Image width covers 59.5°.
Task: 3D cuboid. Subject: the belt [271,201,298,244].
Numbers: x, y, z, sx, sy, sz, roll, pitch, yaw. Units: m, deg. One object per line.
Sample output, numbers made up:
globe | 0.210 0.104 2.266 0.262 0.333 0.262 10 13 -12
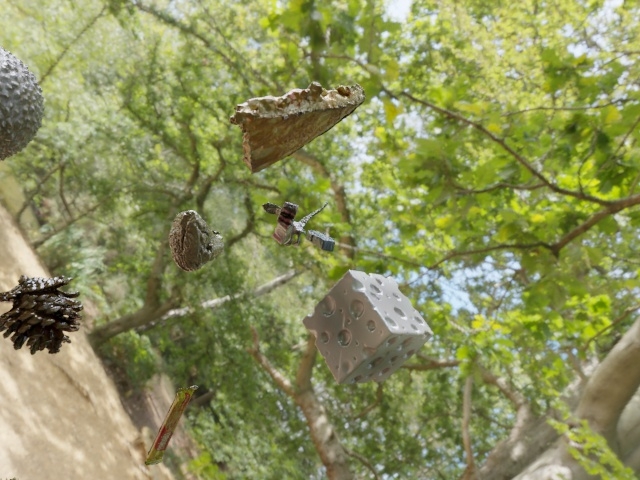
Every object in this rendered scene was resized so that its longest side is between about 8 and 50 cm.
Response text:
belt | -0.112 -0.047 1.746 0.053 0.071 0.232 33 -23 3

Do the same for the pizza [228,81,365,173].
pizza | -0.112 -0.352 1.589 0.130 0.440 0.406 64 21 12

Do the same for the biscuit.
biscuit | -0.362 0.444 1.341 0.026 0.048 0.292 49 -55 34

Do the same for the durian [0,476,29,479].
durian | -0.664 0.639 1.238 0.172 0.166 0.306 -21 -74 33

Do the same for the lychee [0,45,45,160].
lychee | -0.811 -0.334 1.346 0.300 0.300 0.300 54 -21 31

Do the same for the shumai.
shumai | -0.402 -0.002 1.881 0.166 0.176 0.205 6 -81 46

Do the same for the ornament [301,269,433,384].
ornament | 0.141 0.263 1.684 0.239 0.240 0.239 -49 -126 22

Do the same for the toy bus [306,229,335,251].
toy bus | 0.000 0.000 2.127 0.166 0.065 0.047 30 -72 62

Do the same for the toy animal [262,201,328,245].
toy animal | -0.118 -0.054 2.114 0.197 0.273 0.160 -47 -138 45

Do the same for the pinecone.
pinecone | -0.619 0.163 1.243 0.195 0.179 0.150 56 -29 27
